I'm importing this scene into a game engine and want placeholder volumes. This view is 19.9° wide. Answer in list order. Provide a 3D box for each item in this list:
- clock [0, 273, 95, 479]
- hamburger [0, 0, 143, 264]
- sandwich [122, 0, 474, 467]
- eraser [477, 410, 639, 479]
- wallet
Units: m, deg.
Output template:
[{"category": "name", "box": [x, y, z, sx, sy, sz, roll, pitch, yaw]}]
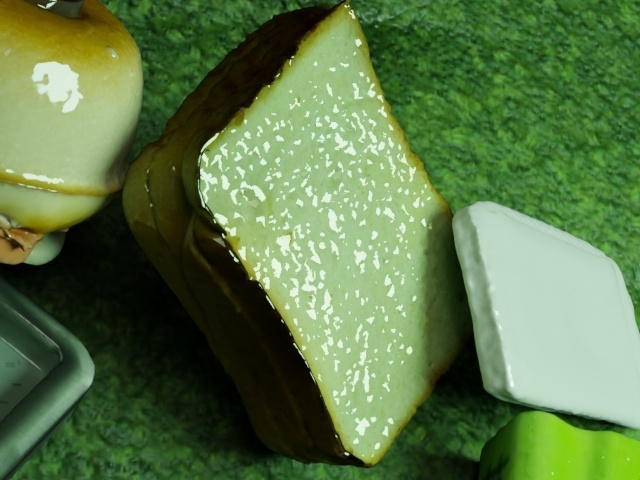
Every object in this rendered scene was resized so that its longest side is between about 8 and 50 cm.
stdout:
[{"category": "clock", "box": [-0.274, 0.050, 0.882, 0.273, 0.049, 0.279, 39, 31, 2]}, {"category": "hamburger", "box": [-0.199, -0.090, 0.952, 0.237, 0.147, 0.237, 34, 16, -11]}, {"category": "sandwich", "box": [0.000, 0.000, 1.000, 0.186, 0.065, 0.214, -52, 122, -37]}, {"category": "eraser", "box": [0.172, 0.250, 0.979, 0.210, 0.092, 0.274, 21, 55, -11]}, {"category": "wallet", "box": [0.137, 0.047, 1.069, 0.183, 0.032, 0.124, 18, 55, -53]}]
